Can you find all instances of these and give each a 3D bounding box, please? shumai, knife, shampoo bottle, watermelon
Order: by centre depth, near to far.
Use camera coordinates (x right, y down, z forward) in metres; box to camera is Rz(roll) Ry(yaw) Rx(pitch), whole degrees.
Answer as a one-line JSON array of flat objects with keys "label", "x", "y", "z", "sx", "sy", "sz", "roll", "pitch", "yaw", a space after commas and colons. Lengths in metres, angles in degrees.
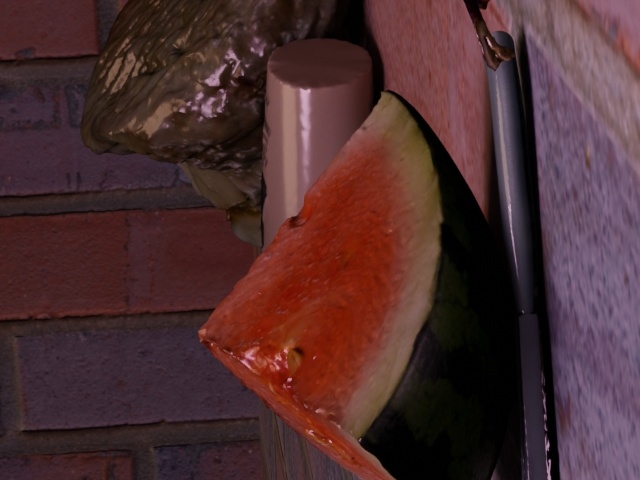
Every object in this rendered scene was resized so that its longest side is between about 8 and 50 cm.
[{"label": "knife", "x": 0.079, "y": 0.023, "z": 0.777, "sx": 0.028, "sy": 0.015, "sz": 0.210, "roll": 156, "pitch": 111, "yaw": -78}, {"label": "watermelon", "x": 0.038, "y": 0.046, "z": 0.812, "sx": 0.145, "sy": 0.137, "sz": 0.193, "roll": 22, "pitch": 120, "yaw": 58}, {"label": "shampoo bottle", "x": 0.000, "y": 0.000, "z": 1.305, "sx": 0.127, "sy": 0.078, "sz": 0.257, "roll": -104, "pitch": 10, "yaw": -61}, {"label": "shumai", "x": -0.028, "y": -0.114, "z": 1.416, "sx": 0.272, "sy": 0.204, "sz": 0.222, "roll": -15, "pitch": 47, "yaw": 60}]

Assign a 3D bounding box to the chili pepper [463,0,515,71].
[{"label": "chili pepper", "x": 0.051, "y": -0.152, "z": 0.824, "sx": 0.050, "sy": 0.059, "sz": 0.268, "roll": -47, "pitch": 26, "yaw": 25}]
